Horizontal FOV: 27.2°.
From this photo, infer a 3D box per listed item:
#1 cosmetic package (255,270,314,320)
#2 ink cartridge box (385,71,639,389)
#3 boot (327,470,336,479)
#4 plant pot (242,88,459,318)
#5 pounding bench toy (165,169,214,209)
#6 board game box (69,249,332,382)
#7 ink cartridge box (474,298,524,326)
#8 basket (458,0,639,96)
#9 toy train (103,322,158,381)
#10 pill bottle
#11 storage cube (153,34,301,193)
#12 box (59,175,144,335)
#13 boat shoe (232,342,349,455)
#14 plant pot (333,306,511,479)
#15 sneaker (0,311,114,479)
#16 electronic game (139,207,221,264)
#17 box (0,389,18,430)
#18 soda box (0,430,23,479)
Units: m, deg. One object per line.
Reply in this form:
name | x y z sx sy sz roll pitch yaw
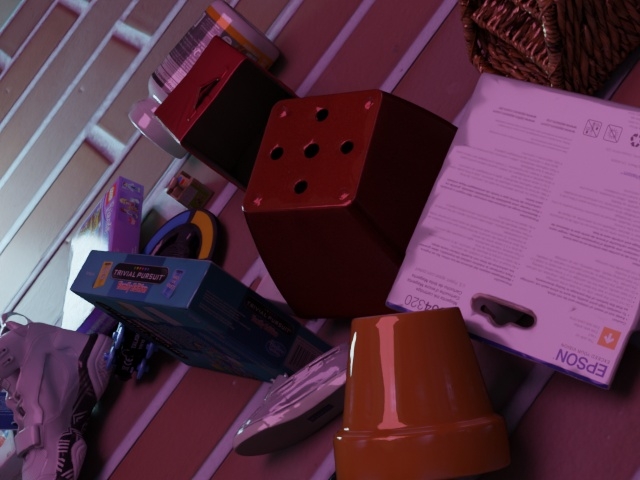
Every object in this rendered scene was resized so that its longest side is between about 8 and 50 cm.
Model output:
cosmetic package | 0.000 0.000 2.017 0.099 0.060 0.239 11 68 53
ink cartridge box | 0.278 -0.017 1.599 0.324 0.071 0.330 20 86 36
boot | -0.032 0.353 1.710 0.207 0.094 0.246 26 87 52
plant pot | 0.045 -0.063 1.809 0.267 0.236 0.267 -3 60 35
pounding bench toy | -0.248 -0.095 2.378 0.052 0.083 0.065 -55 35 -2
board game box | -0.182 0.114 1.961 0.336 0.254 0.079 5 63 51
ink cartridge box | 0.247 0.026 1.696 0.181 0.061 0.104 -49 35 6
basket | 0.286 -0.332 1.834 0.223 0.213 0.299 -47 34 8
toy train | -0.302 0.147 2.186 0.105 0.080 0.184 -84 14 -56
pill bottle | -0.219 -0.297 2.456 0.278 0.162 0.162 -49 34 8
storage cube | -0.142 -0.211 2.246 0.184 0.215 0.193 -52 28 3
box | -0.401 0.051 2.419 0.201 0.057 0.293 -46 32 37
boat shoe | -0.031 0.220 1.836 0.227 0.079 0.081 -34 52 17
plant pot | 0.110 0.177 1.541 0.205 0.205 0.188 -11 84 45
sneaker | -0.486 0.289 2.187 0.137 0.210 0.366 -46 25 53
electronic game | -0.257 0.044 2.298 0.229 0.048 0.229 -30 41 30
box | -0.538 0.279 2.350 0.225 0.136 0.036 -121 40 -55
soda box | -0.552 0.345 2.365 0.074 0.069 0.216 -46 34 11
